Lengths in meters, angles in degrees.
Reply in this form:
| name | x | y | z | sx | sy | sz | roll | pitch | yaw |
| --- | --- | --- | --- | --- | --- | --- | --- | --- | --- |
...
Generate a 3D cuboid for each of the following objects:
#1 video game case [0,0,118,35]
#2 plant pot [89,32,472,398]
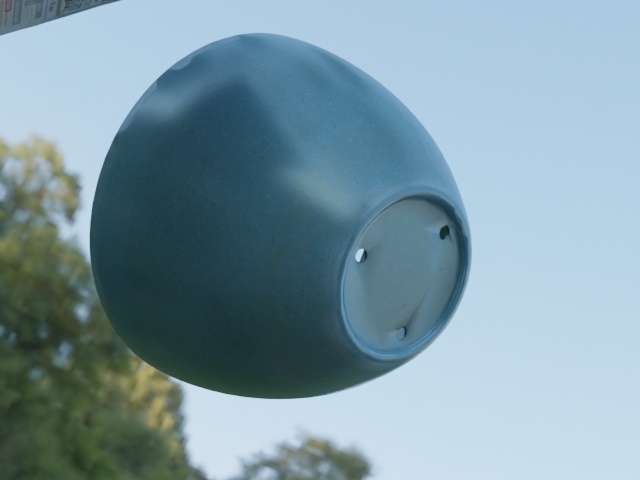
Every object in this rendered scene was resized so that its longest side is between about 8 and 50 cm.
| name | x | y | z | sx | sy | sz | roll | pitch | yaw |
| --- | --- | --- | --- | --- | --- | --- | --- | --- | --- |
| video game case | -0.157 | -0.220 | 0.940 | 0.244 | 0.061 | 0.269 | -18 | -10 | -18 |
| plant pot | 0.000 | 0.000 | 1.125 | 0.195 | 0.290 | 0.290 | 21 | -18 | 47 |
